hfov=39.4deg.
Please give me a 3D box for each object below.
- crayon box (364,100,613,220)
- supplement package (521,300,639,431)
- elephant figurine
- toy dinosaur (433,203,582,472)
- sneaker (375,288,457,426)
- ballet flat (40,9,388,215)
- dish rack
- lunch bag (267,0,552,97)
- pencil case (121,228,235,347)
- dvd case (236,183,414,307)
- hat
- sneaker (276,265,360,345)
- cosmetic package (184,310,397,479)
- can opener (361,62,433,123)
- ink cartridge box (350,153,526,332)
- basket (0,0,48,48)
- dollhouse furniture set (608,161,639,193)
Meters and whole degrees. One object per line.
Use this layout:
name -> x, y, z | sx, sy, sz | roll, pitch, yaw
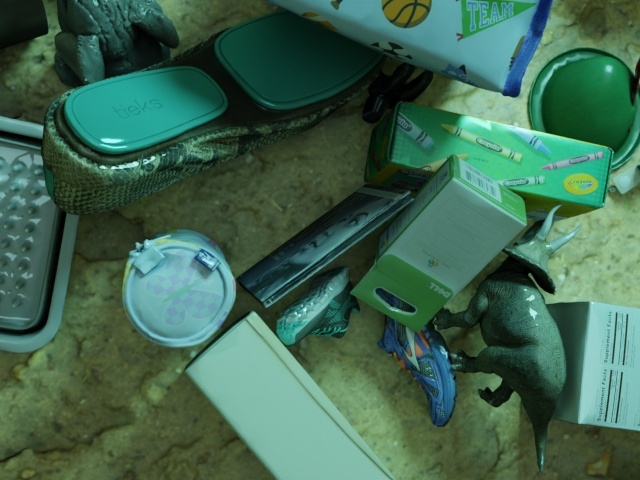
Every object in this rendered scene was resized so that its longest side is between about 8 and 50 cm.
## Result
crayon box -> 0.209, -0.096, 1.157 | 0.278, 0.165, 0.081 | 12, 84, -6
supplement package -> 0.393, 0.166, 1.144 | 0.203, 0.194, 0.149 | 9, 83, -6
elephant figurine -> -0.258, -0.249, 1.072 | 0.186, 0.239, 0.169 | 14, 83, -6
toy dinosaur -> 0.237, 0.123, 1.091 | 0.121, 0.160, 0.313 | 7, 71, -33
sneaker -> 0.122, 0.140, 1.179 | 0.087, 0.083, 0.221 | -18, 82, 5
ballet flat -> -0.127, -0.157, 1.095 | 0.483, 0.182, 0.164 | -29, 74, -35
dish rack -> -0.462, -0.025, 1.089 | 0.333, 0.072, 0.285 | 11, 98, -6
lunch bag -> 0.103, -0.350, 1.062 | 0.328, 0.385, 0.239 | 24, 107, -4
pencil case -> -0.165, 0.048, 1.045 | 0.124, 0.273, 0.113 | 35, 89, -6
dvd case -> 0.000, 0.000, 1.123 | 0.221, 0.164, 0.018 | -36, 104, -9
hat -> 0.388, -0.204, 1.180 | 0.173, 0.183, 0.208 | -7, 86, -8
sneaker -> 0.006, 0.097, 1.134 | 0.166, 0.065, 0.076 | -41, 109, -51
cosmetic package -> -0.028, 0.238, 1.102 | 0.113, 0.160, 0.309 | -41, 92, -8
can opener -> 0.104, -0.193, 1.143 | 0.059, 0.186, 0.073 | 14, 83, -14
ink cartridge box -> 0.139, 0.007, 1.089 | 0.109, 0.062, 0.209 | 30, 122, -15
basket -> -0.463, -0.286, 1.090 | 0.227, 0.204, 0.154 | -20, 104, -19
dollhouse furniture set -> 0.461, -0.059, 1.237 | 0.081, 0.091, 0.114 | -34, 93, 6
